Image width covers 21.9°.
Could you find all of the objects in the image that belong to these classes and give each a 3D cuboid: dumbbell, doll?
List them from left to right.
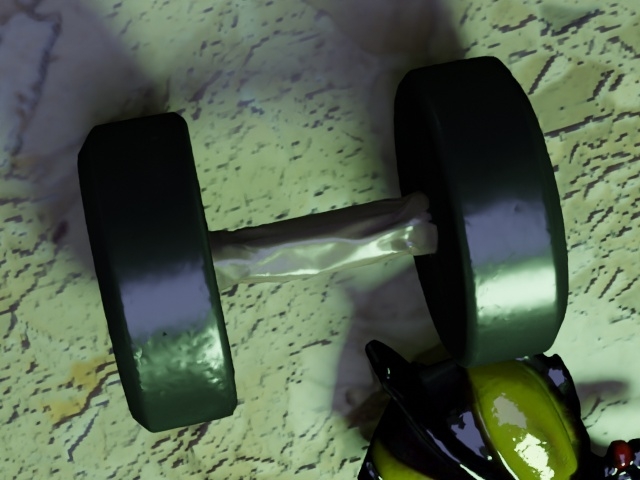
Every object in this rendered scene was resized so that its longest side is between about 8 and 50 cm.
[{"bbox_3d":[0.000,0.000,0.812,0.218,0.152,0.152,-11,112,-5],"label":"dumbbell"},{"bbox_3d":[0.119,0.129,0.916,0.249,0.088,0.127,40,81,-27],"label":"doll"}]
